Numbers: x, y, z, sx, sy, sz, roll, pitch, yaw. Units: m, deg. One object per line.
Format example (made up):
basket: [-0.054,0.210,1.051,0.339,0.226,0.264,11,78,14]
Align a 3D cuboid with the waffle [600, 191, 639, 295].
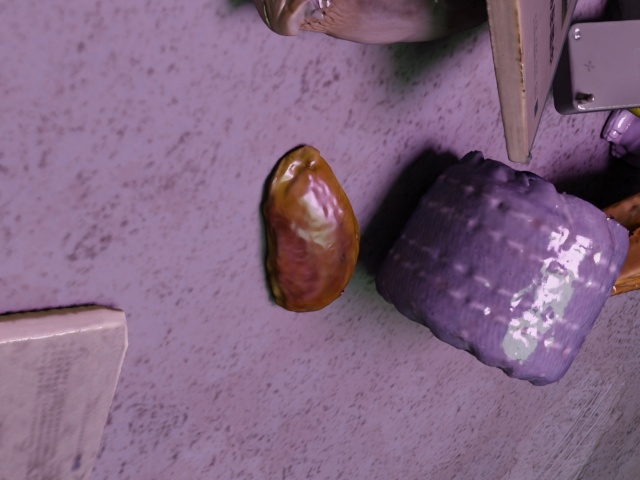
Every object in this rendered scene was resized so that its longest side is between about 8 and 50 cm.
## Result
waffle: [0.400,0.000,0.963,0.327,0.098,0.224,-6,160,-39]

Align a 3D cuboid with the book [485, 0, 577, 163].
book: [0.178,-0.230,0.617,0.283,0.025,0.215,-66,150,-31]

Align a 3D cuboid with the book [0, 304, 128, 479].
book: [-0.307,0.165,0.532,0.352,0.035,0.239,-4,123,-43]

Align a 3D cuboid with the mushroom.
mushroom: [0.050,-0.187,0.581,0.223,0.081,0.092,-19,148,-31]

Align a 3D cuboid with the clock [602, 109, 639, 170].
clock: [0.435,-0.108,0.975,0.176,0.117,0.080,16,107,-49]

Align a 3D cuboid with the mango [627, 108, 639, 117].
mango: [0.394,-0.207,0.901,0.165,0.074,0.091,-54,146,-18]

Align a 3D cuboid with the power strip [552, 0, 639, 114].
power strip: [0.337,-0.208,0.804,0.215,0.061,0.145,-8,93,-16]

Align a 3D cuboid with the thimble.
thimble: [0.180,0.027,0.762,0.236,0.205,0.172,27,97,-49]

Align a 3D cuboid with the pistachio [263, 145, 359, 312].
pistachio: [0.000,0.000,0.691,0.089,0.049,0.173,-27,134,-29]
